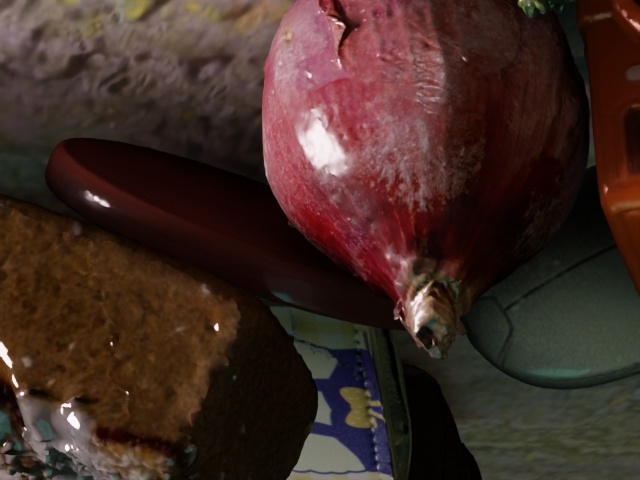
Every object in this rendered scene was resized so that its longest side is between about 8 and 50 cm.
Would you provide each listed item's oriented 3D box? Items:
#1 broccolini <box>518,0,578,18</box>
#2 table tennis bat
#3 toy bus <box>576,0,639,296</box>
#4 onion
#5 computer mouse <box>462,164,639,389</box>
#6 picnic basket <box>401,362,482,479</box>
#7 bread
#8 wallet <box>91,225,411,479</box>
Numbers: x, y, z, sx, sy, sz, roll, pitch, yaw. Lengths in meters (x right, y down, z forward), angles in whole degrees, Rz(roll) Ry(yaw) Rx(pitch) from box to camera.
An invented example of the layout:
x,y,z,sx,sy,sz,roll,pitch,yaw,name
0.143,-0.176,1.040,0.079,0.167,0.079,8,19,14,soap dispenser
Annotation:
x,y,z,sx,sy,sz,roll,pitch,yaw,name
0.031,-0.196,0.653,0.078,0.074,0.392,-18,149,20,broccolini
0.000,0.000,0.973,0.310,0.038,0.200,15,-168,-40,table tennis bat
0.285,-0.066,0.816,0.329,0.153,0.143,-8,150,16,toy bus
0.049,-0.033,0.841,0.159,0.195,0.159,-3,140,-2,onion
0.174,0.008,0.948,0.229,0.113,0.068,-18,156,-29,computer mouse
-0.038,0.177,1.253,0.296,0.222,0.129,-1,135,4,picnic basket
-0.212,0.028,0.906,0.416,0.113,0.165,19,162,19,bread
-0.106,0.072,1.119,0.309,0.077,0.223,5,142,10,wallet
